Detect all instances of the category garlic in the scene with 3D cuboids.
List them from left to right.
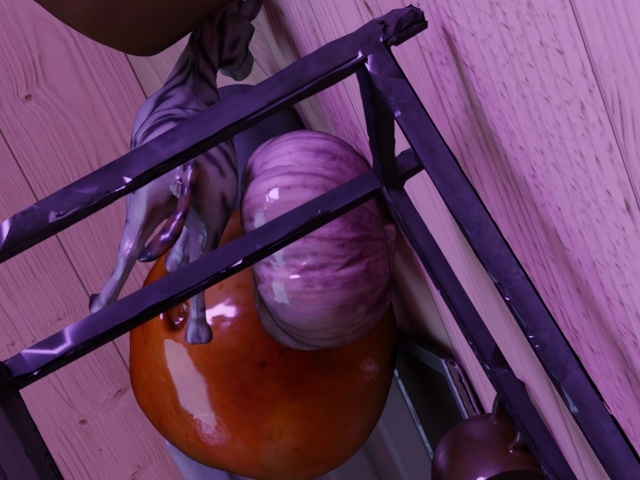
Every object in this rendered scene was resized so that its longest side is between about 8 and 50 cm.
[{"bbox_3d":[0.000,0.000,1.280,0.147,0.102,0.159,-103,5,-49],"label":"garlic"}]

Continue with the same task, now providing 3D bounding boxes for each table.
[{"bbox_3d":[0.007,0.122,0.884,0.335,0.272,0.222,60,175,15],"label":"table"}]

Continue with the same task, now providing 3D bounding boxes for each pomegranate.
[{"bbox_3d":[-0.045,0.079,1.435,0.209,0.209,0.209,62,174,11],"label":"pomegranate"}]

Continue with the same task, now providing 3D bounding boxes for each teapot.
[{"bbox_3d":[0.101,0.130,1.126,0.068,0.076,0.121,-111,26,-49],"label":"teapot"}]

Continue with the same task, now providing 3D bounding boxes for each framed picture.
[{"bbox_3d":[0.112,0.170,1.449,0.296,0.019,0.232,-154,40,-80],"label":"framed picture"}]

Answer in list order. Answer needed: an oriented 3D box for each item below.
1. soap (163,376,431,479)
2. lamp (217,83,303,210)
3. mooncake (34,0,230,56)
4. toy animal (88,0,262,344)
[{"bbox_3d":[0.003,0.218,1.716,0.347,0.208,0.115,66,175,-35],"label":"soap"},{"bbox_3d":[-0.061,-0.067,1.484,0.105,0.105,0.105,62,174,11],"label":"lamp"},{"bbox_3d":[-0.156,-0.239,1.244,0.235,0.117,0.235,47,-160,-23],"label":"mooncake"},{"bbox_3d":[-0.096,-0.045,1.305,0.255,0.089,0.170,-90,13,-50],"label":"toy animal"}]
